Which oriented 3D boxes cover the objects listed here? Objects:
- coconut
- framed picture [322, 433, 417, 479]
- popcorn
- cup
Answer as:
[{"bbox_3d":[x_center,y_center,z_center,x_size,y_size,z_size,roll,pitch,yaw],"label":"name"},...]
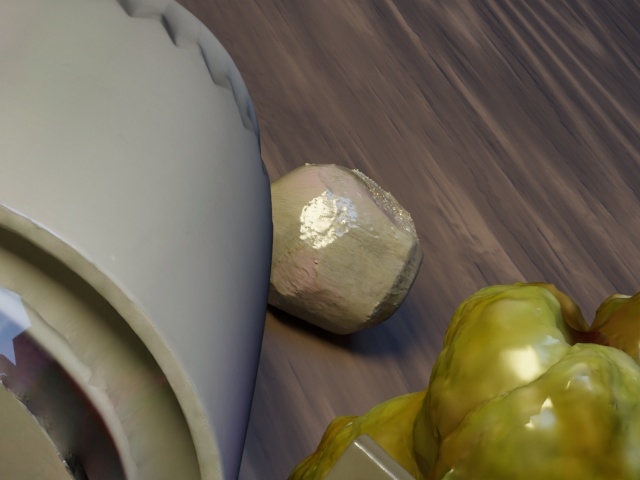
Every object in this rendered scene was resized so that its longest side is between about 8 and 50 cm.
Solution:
[{"bbox_3d":[0.000,0.000,1.077,0.124,0.110,0.110,31,25,-18],"label":"coconut"},{"bbox_3d":[0.061,0.232,0.639,0.265,0.192,0.018,40,22,17],"label":"framed picture"},{"bbox_3d":[0.098,0.146,0.746,0.276,0.276,0.225,40,18,15],"label":"popcorn"},{"bbox_3d":[-0.148,0.024,0.715,0.253,0.253,0.371,28,23,-9],"label":"cup"}]
